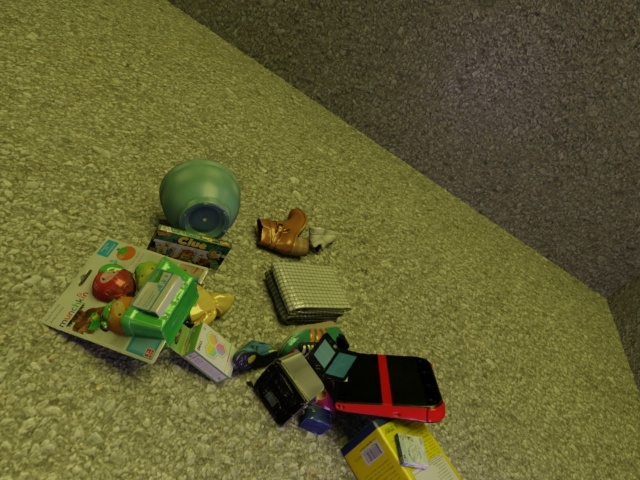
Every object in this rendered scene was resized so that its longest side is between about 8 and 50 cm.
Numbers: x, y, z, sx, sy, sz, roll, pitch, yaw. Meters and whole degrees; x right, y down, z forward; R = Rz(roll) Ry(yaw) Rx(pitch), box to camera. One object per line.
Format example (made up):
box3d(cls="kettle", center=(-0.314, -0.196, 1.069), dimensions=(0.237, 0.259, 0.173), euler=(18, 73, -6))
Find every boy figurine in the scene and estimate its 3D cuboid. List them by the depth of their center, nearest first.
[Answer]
box3d(cls="boy figurine", center=(-0.408, 0.212, 1.679), dimensions=(0.285, 0.092, 0.177), euler=(-10, 55, -49))

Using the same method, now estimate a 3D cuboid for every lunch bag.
box3d(cls="lunch bag", center=(-0.011, 0.555, 1.638), dimensions=(0.098, 0.067, 0.065), euler=(27, 35, -15))

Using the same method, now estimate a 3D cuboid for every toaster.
box3d(cls="toaster", center=(-0.104, 0.447, 1.601), dimensions=(0.185, 0.168, 0.110), euler=(51, 34, 18))

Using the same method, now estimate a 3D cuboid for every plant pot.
box3d(cls="plant pot", center=(-0.417, -0.115, 1.857), dimensions=(0.293, 0.293, 0.196), euler=(16, 30, -28))

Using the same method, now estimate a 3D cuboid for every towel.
box3d(cls="towel", center=(-0.051, 0.200, 1.990), dimensions=(0.284, 0.121, 0.235), euler=(5, 43, -36))

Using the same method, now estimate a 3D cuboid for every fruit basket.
box3d(cls="fruit basket", center=(-0.546, 0.148, 1.484), dimensions=(0.353, 0.165, 0.327), euler=(21, 53, 7))

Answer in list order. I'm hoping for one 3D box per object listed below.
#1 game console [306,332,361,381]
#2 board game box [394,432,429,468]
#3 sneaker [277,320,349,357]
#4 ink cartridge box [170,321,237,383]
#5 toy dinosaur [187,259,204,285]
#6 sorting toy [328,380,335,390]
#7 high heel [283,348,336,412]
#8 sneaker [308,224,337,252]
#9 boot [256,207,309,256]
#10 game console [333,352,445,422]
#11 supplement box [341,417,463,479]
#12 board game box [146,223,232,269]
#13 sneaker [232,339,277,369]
box3d(cls="game console", center=(0.045, 0.383, 1.730), dimensions=(0.124, 0.085, 0.144), euler=(54, 41, -9))
box3d(cls="board game box", center=(0.263, 0.607, 1.512), dimensions=(0.090, 0.020, 0.090), euler=(19, 37, -22))
box3d(cls="sneaker", center=(-0.013, 0.363, 1.820), dimensions=(0.302, 0.108, 0.121), euler=(-8, 41, -48))
box3d(cls="ink cartridge box", center=(-0.347, 0.320, 1.560), dimensions=(0.209, 0.062, 0.109), euler=(47, 28, -27))
box3d(cls="toy dinosaur", center=(-0.450, 0.111, 1.828), dimensions=(0.090, 0.047, 0.082), euler=(56, 10, -35))
box3d(cls="sorting toy", center=(0.072, 0.506, 1.799), dimensions=(0.083, 0.045, 0.075), euler=(-11, 63, -48))
box3d(cls="high heel", center=(-0.024, 0.456, 1.700), dimensions=(0.244, 0.117, 0.082), euler=(41, 34, 7))
box3d(cls="sneaker", center=(0.000, 0.000, 2.313), dimensions=(0.090, 0.115, 0.232), euler=(14, 0, 27))
box3d(cls="boot", center=(-0.171, -0.054, 2.220), dimensions=(0.220, 0.109, 0.283), euler=(14, 47, -23))
box3d(cls="game console", center=(0.219, 0.474, 1.729), dimensions=(0.342, 0.060, 0.386), euler=(2, 11, 3))
box3d(cls="supplement box", center=(0.263, 0.714, 1.577), dimensions=(0.194, 0.195, 0.356), euler=(-5, 51, -45))
box3d(cls="board game box", center=(-0.454, 0.027, 1.820), dimensions=(0.260, 0.136, 0.030), euler=(15, 40, -27))
box3d(cls="sneaker", center=(-0.223, 0.357, 1.663), dimensions=(0.082, 0.069, 0.209), euler=(34, 10, 28))
